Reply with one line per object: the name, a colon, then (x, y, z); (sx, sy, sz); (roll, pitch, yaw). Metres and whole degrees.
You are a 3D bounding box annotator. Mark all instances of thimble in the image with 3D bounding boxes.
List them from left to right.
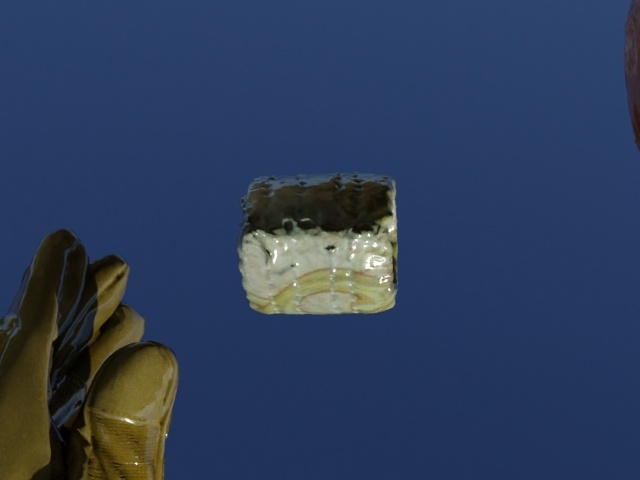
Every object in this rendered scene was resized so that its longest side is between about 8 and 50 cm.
thimble: (0.000, 0.000, 1.367); (0.143, 0.190, 0.137); (0, -99, 5)

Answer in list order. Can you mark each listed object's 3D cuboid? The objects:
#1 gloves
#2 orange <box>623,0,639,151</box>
gloves: (-0.152, 0.158, 0.793); (0.141, 0.154, 0.331); (-1, -98, -15)
orange: (0.212, -0.073, 0.568); (0.193, 0.193, 0.161); (9, -150, -14)
